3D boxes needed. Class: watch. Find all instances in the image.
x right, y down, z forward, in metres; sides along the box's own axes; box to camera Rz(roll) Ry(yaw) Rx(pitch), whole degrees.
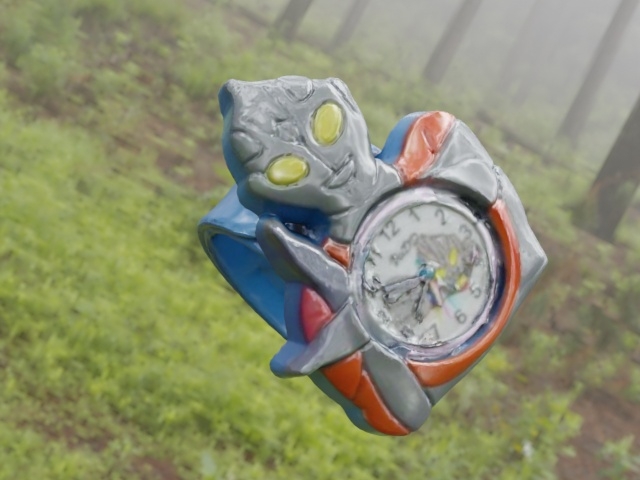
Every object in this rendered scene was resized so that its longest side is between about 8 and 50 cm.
[{"bbox_3d":[0.000,0.000,1.124,0.305,0.241,0.274,47,-15,-10],"label":"watch"}]
